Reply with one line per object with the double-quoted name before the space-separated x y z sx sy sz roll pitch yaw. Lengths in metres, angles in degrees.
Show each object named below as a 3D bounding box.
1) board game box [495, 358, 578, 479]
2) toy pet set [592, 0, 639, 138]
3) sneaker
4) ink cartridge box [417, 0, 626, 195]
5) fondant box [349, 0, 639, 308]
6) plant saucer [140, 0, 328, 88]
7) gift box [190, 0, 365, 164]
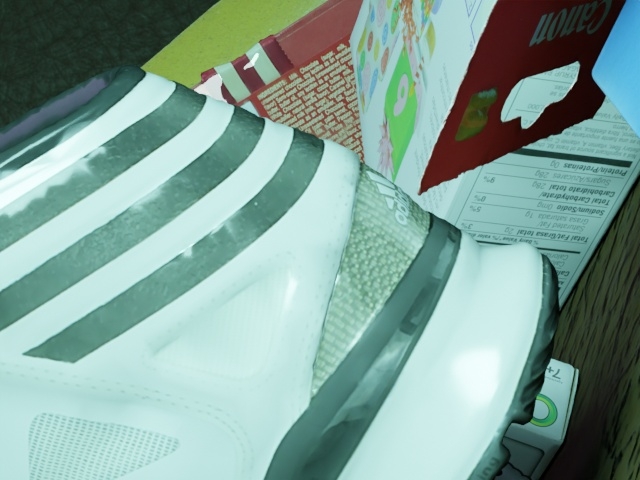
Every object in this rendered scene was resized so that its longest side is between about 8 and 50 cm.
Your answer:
"board game box" -0.052 0.083 0.785 0.193 0.305 0.053 110 179 -46
"toy pet set" 0.140 -0.089 0.522 0.122 0.065 0.114 -66 -2 -45
"sneaker" -0.131 0.127 0.627 0.447 0.258 0.169 -57 6 17
"ink cartridge box" 0.129 -0.119 0.563 0.181 0.056 0.224 -23 -43 -57
"fondant box" 0.109 -0.134 0.845 0.330 0.096 0.238 112 159 -47
"plant saucer" 0.015 -0.069 1.381 0.333 0.332 0.081 -45 26 -25
"gift box" 0.000 0.000 1.158 0.255 0.276 0.258 -28 -1 -4
